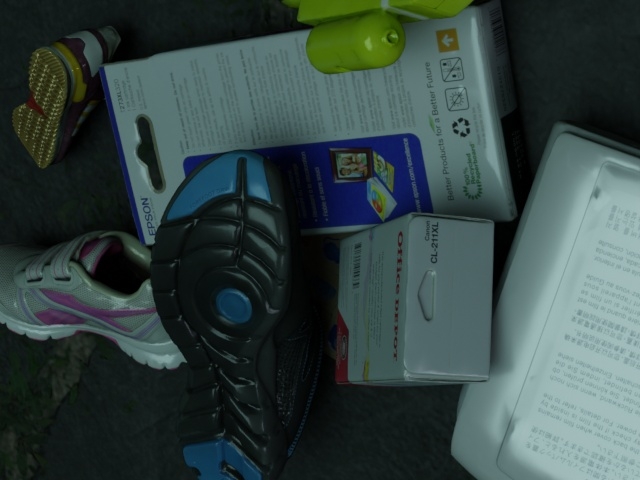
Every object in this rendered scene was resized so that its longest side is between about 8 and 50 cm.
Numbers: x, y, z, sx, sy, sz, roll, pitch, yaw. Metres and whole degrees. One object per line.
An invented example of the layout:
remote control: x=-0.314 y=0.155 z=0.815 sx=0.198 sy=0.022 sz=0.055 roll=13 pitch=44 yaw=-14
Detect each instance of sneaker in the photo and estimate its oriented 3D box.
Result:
sneaker: x=-0.223 y=0.034 z=1.290 sx=0.252 sy=0.103 sz=0.111 roll=11 pitch=133 yaw=17
sneaker: x=-0.235 y=-0.134 z=1.277 sx=0.069 sy=0.084 sz=0.185 roll=54 pitch=149 yaw=7
sneaker: x=-0.063 y=0.060 z=1.174 sx=0.125 sy=0.139 sz=0.340 roll=18 pitch=126 yaw=20

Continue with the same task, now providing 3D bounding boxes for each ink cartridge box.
ink cartridge box: x=0.072 y=0.053 z=1.076 sx=0.175 sy=0.072 sz=0.127 roll=159 pitch=115 yaw=-72
ink cartridge box: x=-0.011 y=-0.094 z=1.155 sx=0.371 sy=0.069 sz=0.175 roll=-4 pitch=105 yaw=27

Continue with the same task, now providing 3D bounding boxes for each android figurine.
android figurine: x=0.052 y=-0.246 z=0.996 sx=0.273 sy=0.056 sz=0.248 roll=9 pitch=89 yaw=59

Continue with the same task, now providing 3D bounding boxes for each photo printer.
photo printer: x=0.250 y=0.091 z=1.029 sx=0.256 sy=0.107 sz=0.307 roll=21 pitch=103 yaw=20

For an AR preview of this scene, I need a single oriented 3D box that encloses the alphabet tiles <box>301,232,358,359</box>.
alphabet tiles: x=0.000 y=0.000 z=1.225 sx=0.237 sy=0.009 sz=0.198 roll=31 pitch=118 yaw=16
